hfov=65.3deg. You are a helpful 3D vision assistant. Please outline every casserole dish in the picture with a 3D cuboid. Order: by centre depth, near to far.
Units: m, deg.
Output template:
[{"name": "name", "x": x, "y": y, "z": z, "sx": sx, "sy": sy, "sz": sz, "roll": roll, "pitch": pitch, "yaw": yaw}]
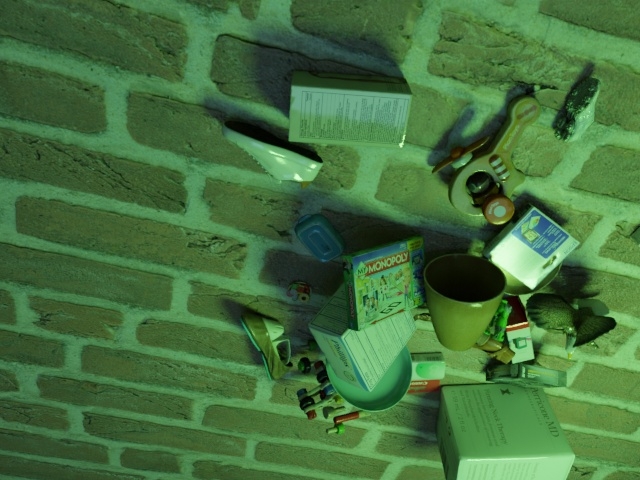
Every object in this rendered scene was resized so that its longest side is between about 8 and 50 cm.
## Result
[{"name": "casserole dish", "x": 0.000, "y": 0.000, "z": 1.557, "sx": 0.114, "sy": 0.037, "sz": 0.188, "roll": -30, "pitch": 120, "yaw": 19}]

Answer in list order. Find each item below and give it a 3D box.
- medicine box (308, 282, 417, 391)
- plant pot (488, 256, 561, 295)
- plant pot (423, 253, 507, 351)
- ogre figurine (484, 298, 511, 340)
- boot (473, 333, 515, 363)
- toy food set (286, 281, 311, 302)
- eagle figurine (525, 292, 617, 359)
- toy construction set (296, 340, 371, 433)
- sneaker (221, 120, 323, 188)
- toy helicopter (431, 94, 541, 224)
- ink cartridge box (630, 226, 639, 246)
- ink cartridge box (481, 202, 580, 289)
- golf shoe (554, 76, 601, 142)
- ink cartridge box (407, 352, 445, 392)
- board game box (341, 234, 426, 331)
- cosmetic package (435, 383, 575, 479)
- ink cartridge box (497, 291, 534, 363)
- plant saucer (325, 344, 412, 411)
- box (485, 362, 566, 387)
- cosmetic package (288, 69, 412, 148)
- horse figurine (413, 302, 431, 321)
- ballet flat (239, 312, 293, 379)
[{"name": "medicine box", "x": 0.141, "y": 0.270, "z": 1.578, "sx": 0.149, "sy": 0.289, "sz": 0.263, "roll": 12, "pitch": 138, "yaw": 45}, {"name": "plant pot", "x": 0.645, "y": 0.068, "z": 1.592, "sx": 0.236, "sy": 0.032, "sz": 0.236, "roll": -1, "pitch": 116, "yaw": -2}, {"name": "plant pot", "x": 0.427, "y": 0.210, "z": 1.537, "sx": 0.237, "sy": 0.237, "sz": 0.254, "roll": -2, "pitch": 124, "yaw": 1}, {"name": "ogre figurine", "x": 0.552, "y": 0.234, "z": 1.641, "sx": 0.096, "sy": 0.197, "sz": 0.118, "roll": 27, "pitch": 99, "yaw": -5}, {"name": "boot", "x": 0.575, "y": 0.367, "z": 1.709, "sx": 0.152, "sy": 0.197, "sz": 0.073, "roll": 33, "pitch": 81, "yaw": 16}, {"name": "toy food set", "x": -0.071, "y": 0.173, "z": 1.683, "sx": 0.082, "sy": 0.020, "sz": 0.083, "roll": 11, "pitch": 124, "yaw": -7}, {"name": "eagle figurine", "x": 0.813, "y": 0.269, "z": 1.600, "sx": 0.226, "sy": 0.225, "sz": 0.298, "roll": -24, "pitch": 142, "yaw": 23}, {"name": "toy construction set", "x": 0.078, "y": 0.535, "z": 1.776, "sx": 0.237, "sy": 0.309, "sz": 0.258, "roll": -2, "pitch": 113, "yaw": -29}, {"name": "sneaker", "x": -0.144, "y": -0.221, "z": 1.362, "sx": 0.290, "sy": 0.106, "sz": 0.123, "roll": 23, "pitch": 119, "yaw": -16}, {"name": "toy helicopter", "x": 0.466, "y": -0.234, "z": 1.367, "sx": 0.235, "sy": 0.140, "sz": 0.355, "roll": 23, "pitch": 111, "yaw": -5}, {"name": "ink cartridge box", "x": 1.043, "y": -0.030, "z": 1.525, "sx": 0.099, "sy": 0.056, "sz": 0.135, "roll": 22, "pitch": 122, "yaw": -15}, {"name": "ink cartridge box", "x": 0.640, "y": 0.021, "z": 1.525, "sx": 0.208, "sy": 0.045, "sz": 0.206, "roll": 33, "pitch": 111, "yaw": -15}, {"name": "golf shoe", "x": 0.693, "y": -0.342, "z": 1.320, "sx": 0.086, "sy": 0.069, "sz": 0.176, "roll": -1, "pitch": 130, "yaw": -24}, {"name": "ink cartridge box", "x": 0.375, "y": 0.525, "z": 1.907, "sx": 0.181, "sy": 0.056, "sz": 0.225, "roll": -4, "pitch": 123, "yaw": 3}, {"name": "board game box", "x": 0.197, "y": 0.117, "z": 1.468, "sx": 0.317, "sy": 0.046, "sz": 0.214, "roll": -14, "pitch": 104, "yaw": -40}, {"name": "cosmetic package", "x": 0.675, "y": 0.779, "z": 1.912, "sx": 0.393, "sy": 0.329, "sz": 0.327, "roll": -3, "pitch": 124, "yaw": 1}, {"name": "ink cartridge box", "x": 0.654, "y": 0.286, "z": 1.693, "sx": 0.078, "sy": 0.134, "sz": 0.231, "roll": -16, "pitch": 122, "yaw": 11}, {"name": "plant saucer", "x": 0.162, "y": 0.420, "z": 1.704, "sx": 0.317, "sy": 0.318, "sz": 0.044, "roll": 16, "pitch": 151, "yaw": -11}, {"name": "box", "x": 0.736, "y": 0.491, "z": 1.806, "sx": 0.183, "sy": 0.056, "sz": 0.231, "roll": 11, "pitch": 161, "yaw": -7}, {"name": "cosmetic package", "x": 0.070, "y": -0.334, "z": 1.273, "sx": 0.296, "sy": 0.129, "sz": 0.153, "roll": 4, "pitch": 126, "yaw": -4}, {"name": "horse figurine", "x": 0.416, "y": 0.187, "z": 1.667, "sx": 0.174, "sy": 0.066, "sz": 0.263, "roll": 31, "pitch": 114, "yaw": -15}, {"name": "ballet flat", "x": -0.175, "y": 0.361, "z": 1.769, "sx": 0.124, "sy": 0.116, "sz": 0.342, "roll": -24, "pitch": 124, "yaw": -8}]
